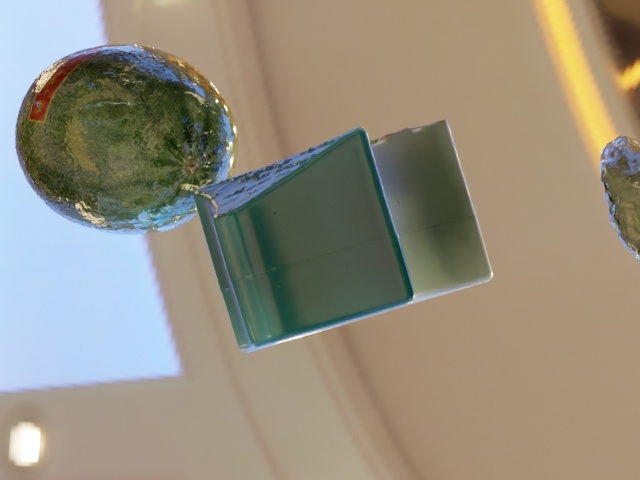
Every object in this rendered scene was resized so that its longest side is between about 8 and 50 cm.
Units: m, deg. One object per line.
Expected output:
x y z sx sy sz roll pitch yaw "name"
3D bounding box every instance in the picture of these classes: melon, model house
-0.191 -0.096 1.831 0.287 0.182 0.182 8 -92 53 "melon"
0.000 0.000 1.073 0.127 0.149 0.100 -19 -92 38 "model house"

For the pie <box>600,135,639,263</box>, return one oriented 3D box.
0.227 0.031 1.040 0.054 0.240 0.240 -48 -125 2 "pie"
